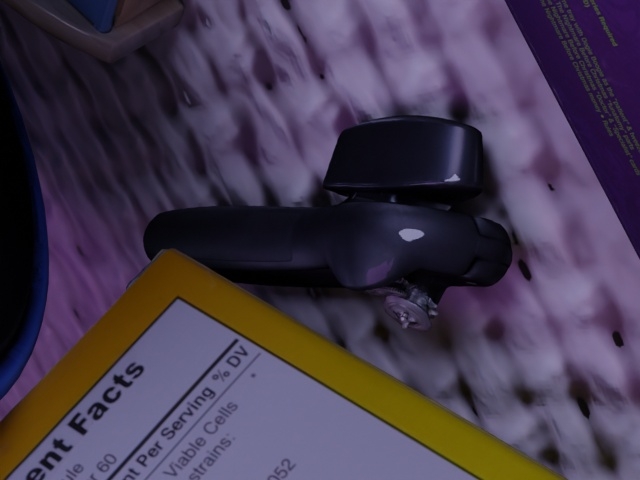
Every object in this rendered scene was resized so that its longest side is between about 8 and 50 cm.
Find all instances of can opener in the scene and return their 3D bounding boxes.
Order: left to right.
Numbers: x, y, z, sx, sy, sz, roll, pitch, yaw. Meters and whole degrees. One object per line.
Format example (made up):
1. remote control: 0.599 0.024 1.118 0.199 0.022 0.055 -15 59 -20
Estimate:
1. can opener: 0.000 0.000 0.634 0.059 0.073 0.186 28 157 -34

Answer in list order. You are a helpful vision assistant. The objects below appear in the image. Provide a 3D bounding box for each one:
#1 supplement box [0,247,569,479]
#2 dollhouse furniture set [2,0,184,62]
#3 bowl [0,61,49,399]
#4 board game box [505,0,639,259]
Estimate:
1. supplement box: 0.027 0.196 0.601 0.356 0.194 0.195 30 150 25
2. dollhouse furniture set: -0.202 -0.153 0.512 0.286 0.303 0.198 41 138 13
3. bowl: -0.236 -0.081 0.566 0.077 0.391 0.391 -30 97 16
4. board game box: 0.130 -0.044 0.363 0.346 0.056 0.208 60 160 -15
